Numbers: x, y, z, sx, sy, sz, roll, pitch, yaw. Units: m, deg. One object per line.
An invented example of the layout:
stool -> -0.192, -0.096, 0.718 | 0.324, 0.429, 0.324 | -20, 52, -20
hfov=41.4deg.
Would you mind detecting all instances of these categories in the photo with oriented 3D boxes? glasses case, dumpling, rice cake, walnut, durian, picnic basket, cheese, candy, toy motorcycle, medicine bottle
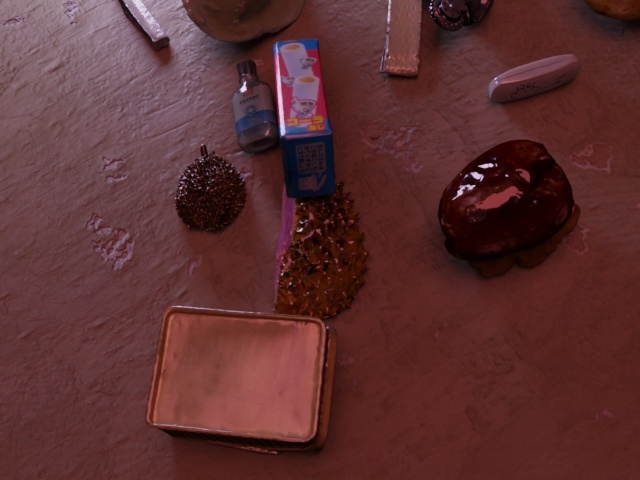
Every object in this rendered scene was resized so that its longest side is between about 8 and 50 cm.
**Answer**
glasses case -> 0.441, -0.334, 1.748 | 0.197, 0.076, 0.049 | -17, 68, -3
dumpling -> -0.176, -0.580, 1.810 | 0.270, 0.212, 0.321 | 39, 87, 13
rice cake -> -0.402, -0.508, 1.888 | 0.047, 0.036, 0.207 | -30, 70, -21
walnut -> 0.348, -0.052, 1.595 | 0.269, 0.244, 0.222 | -28, 32, 0
durian -> 0.000, -0.001, 1.632 | 0.191, 0.112, 0.341 | 3, 67, 7
picnic basket -> -0.127, 0.255, 1.515 | 0.312, 0.175, 0.228 | 3, 70, 9
cheese -> 0.188, -0.537, 1.862 | 0.085, 0.034, 0.400 | 5, 70, 6
durian -> -0.227, -0.114, 1.699 | 0.148, 0.091, 0.188 | -8, 67, 0
candy -> -0.034, -0.242, 1.650 | 0.100, 0.157, 0.306 | -7, 46, -2
toy motorcycle -> 0.288, -0.568, 1.822 | 0.173, 0.108, 0.307 | 7, 63, -24
medicine bottle -> -0.141, -0.285, 1.771 | 0.090, 0.054, 0.208 | -19, 62, 15

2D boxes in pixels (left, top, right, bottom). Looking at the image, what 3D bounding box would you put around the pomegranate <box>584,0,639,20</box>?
pomegranate -> 0.650, -0.575, 1.742 | 0.248, 0.248, 0.248 | -1, 69, 3
